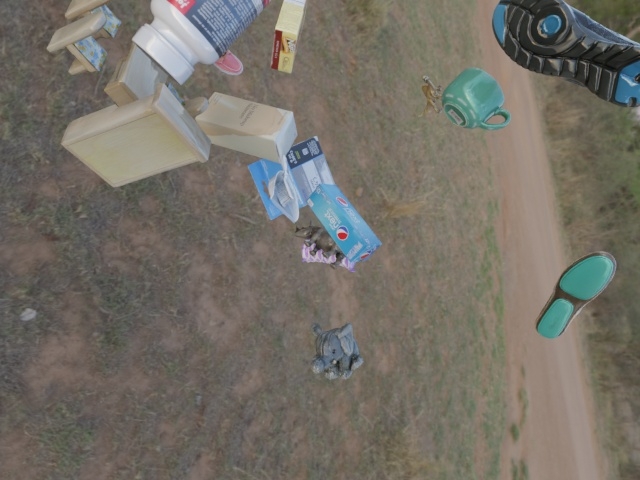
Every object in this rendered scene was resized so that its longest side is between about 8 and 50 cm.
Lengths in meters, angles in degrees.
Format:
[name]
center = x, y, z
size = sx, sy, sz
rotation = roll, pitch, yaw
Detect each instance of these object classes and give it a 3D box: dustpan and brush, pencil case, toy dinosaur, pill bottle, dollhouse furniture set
[dustpan and brush]
center = -0.109, -0.174, 1.302
size = 0.147, 0.060, 0.211
rotation = 45, 22, -53
[pencil case]
center = 0.029, 0.052, 1.565
size = 0.086, 0.206, 0.088
rotation = 6, 93, -67
[toy dinosaur]
center = 0.340, -0.429, 1.317
size = 0.053, 0.092, 0.183
rotation = -42, 155, -9
[pill bottle]
center = -0.159, -0.304, 0.584
size = 0.180, 0.108, 0.108
rotation = -49, 133, 0
[dollhouse furniture set]
center = -0.399, -0.353, 1.031
size = 0.362, 0.257, 0.394
rotation = 55, 28, -51

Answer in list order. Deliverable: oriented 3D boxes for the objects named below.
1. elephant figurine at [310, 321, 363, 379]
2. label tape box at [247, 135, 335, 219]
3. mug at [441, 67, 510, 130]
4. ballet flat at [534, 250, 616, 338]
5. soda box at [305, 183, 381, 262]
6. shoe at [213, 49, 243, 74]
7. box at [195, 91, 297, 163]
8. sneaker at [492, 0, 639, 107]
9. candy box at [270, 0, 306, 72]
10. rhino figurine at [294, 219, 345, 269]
[elephant figurine]
center = 0.039, 0.318, 1.325
size = 0.186, 0.169, 0.239
rotation = 53, -6, 38
[label tape box]
center = -0.104, -0.259, 1.783
size = 0.334, 0.106, 0.240
rotation = -36, 109, -43
[mug]
center = 0.368, -0.330, 1.053
size = 0.097, 0.158, 0.129
rotation = -44, 136, -3
[ballet flat]
center = 0.720, 0.145, 1.251
size = 0.106, 0.108, 0.315
rotation = -28, 148, -51
[soda box]
center = 0.056, -0.046, 1.090
size = 0.071, 0.067, 0.210
rotation = -3, 51, -50
[shoe]
center = -0.303, -0.559, 1.293
size = 0.178, 0.081, 0.063
rotation = 31, 85, -27
[box]
center = -0.251, -0.391, 1.506
size = 0.121, 0.311, 0.147
rotation = 79, 32, -60
[sneaker]
center = 0.489, -0.368, 0.848
size = 0.341, 0.125, 0.140
rotation = 42, 38, 16
[candy box]
center = -0.112, -0.819, 1.653
size = 0.088, 0.183, 0.316
rotation = 12, 63, -7
[rhino figurine]
center = 0.000, 0.000, 1.466
size = 0.106, 0.243, 0.073
rotation = -40, 138, -22
